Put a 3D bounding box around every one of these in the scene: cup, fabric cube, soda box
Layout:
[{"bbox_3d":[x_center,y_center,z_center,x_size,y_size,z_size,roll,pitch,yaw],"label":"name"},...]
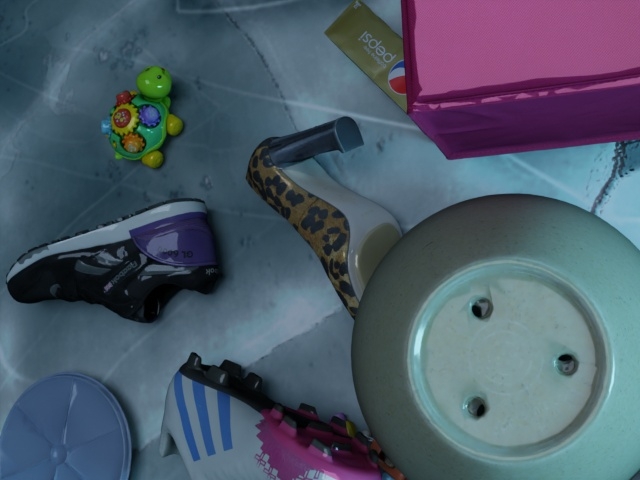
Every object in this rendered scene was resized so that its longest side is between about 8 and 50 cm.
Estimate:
[{"bbox_3d":[0.173,0.105,0.896,0.331,0.237,0.331,-1,84,11],"label":"cup"},{"bbox_3d":[0.211,-0.232,0.910,0.254,0.259,0.258,-4,84,14],"label":"fabric cube"},{"bbox_3d":[0.088,-0.193,1.120,0.058,0.061,0.181,-46,67,8],"label":"soda box"}]

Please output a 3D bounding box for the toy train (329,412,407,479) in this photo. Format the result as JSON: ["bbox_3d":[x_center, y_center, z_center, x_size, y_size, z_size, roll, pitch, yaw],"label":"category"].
[{"bbox_3d":[0.028,0.259,1.064,0.125,0.046,0.166,41,96,25],"label":"toy train"}]

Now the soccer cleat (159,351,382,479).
[{"bbox_3d":[-0.062,0.232,1.039,0.331,0.116,0.143,20,92,51],"label":"soccer cleat"}]

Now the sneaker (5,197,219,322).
[{"bbox_3d":[-0.257,0.050,1.199,0.283,0.107,0.124,-20,78,18],"label":"sneaker"}]

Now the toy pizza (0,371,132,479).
[{"bbox_3d":[-0.313,0.264,1.216,0.201,0.032,0.201,-5,78,23],"label":"toy pizza"}]

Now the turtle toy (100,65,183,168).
[{"bbox_3d":[-0.227,-0.159,1.245,0.095,0.066,0.130,33,93,25],"label":"turtle toy"}]

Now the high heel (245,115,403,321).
[{"bbox_3d":[0.000,0.000,1.132,0.186,0.093,0.261,-12,92,49],"label":"high heel"}]
